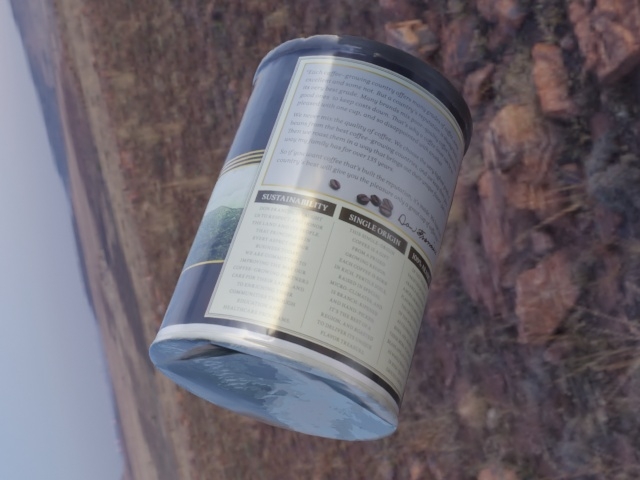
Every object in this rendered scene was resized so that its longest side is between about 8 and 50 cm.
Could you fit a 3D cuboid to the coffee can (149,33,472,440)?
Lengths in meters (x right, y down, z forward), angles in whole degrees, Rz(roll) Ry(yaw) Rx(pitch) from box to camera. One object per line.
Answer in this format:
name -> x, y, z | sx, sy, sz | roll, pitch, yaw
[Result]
coffee can -> 0.000, 0.000, 0.734 | 0.201, 0.201, 0.276 | 113, 175, -64
